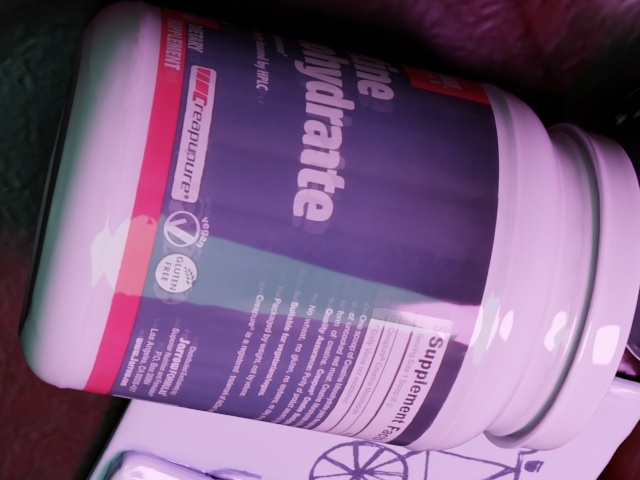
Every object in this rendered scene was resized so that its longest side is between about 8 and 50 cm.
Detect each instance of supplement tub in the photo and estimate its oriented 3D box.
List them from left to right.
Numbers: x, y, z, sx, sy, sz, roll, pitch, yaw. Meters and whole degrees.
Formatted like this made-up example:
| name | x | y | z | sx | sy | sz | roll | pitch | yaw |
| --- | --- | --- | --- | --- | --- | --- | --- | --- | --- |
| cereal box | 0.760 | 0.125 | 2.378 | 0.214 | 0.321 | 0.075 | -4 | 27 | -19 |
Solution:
| name | x | y | z | sx | sy | sz | roll | pitch | yaw |
| --- | --- | --- | --- | --- | --- | --- | --- | --- | --- |
| supplement tub | 0.000 | 0.000 | 0.723 | 0.272 | 0.191 | 0.191 | 11 | 120 | -13 |

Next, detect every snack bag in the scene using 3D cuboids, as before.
| name | x | y | z | sx | sy | sz | roll | pitch | yaw |
| --- | --- | --- | --- | --- | --- | --- | --- | --- | --- |
| snack bag | 0.012 | 0.178 | 0.928 | 0.323 | 0.037 | 0.342 | 20 | 118 | -17 |

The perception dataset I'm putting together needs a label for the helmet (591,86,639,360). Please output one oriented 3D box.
| name | x | y | z | sx | sy | sz | roll | pitch | yaw |
| --- | --- | --- | --- | --- | --- | --- | --- | --- | --- |
| helmet | 0.224 | -0.008 | 0.757 | 0.169 | 0.161 | 0.169 | -3 | 122 | -4 |
